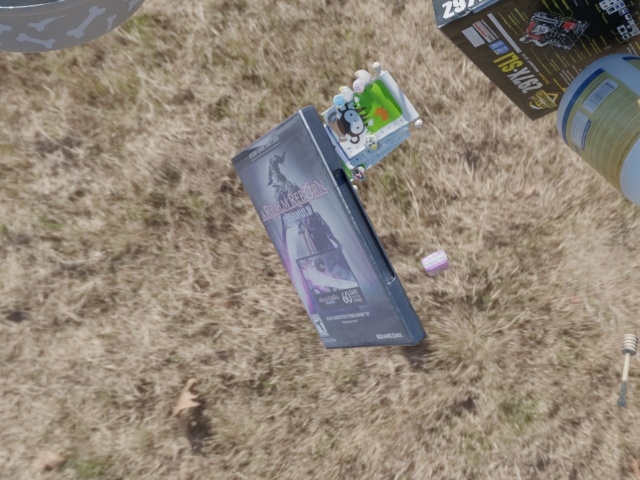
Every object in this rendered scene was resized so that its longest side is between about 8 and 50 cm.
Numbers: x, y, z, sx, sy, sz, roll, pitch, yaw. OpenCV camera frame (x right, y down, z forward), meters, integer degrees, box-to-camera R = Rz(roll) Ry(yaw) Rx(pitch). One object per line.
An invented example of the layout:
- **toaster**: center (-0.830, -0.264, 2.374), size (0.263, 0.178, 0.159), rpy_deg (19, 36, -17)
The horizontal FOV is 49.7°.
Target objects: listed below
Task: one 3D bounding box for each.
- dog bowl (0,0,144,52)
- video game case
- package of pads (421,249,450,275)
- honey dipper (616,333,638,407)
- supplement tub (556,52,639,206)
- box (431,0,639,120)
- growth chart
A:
- **dog bowl**: center (-0.361, -0.382, 0.857), size (0.348, 0.102, 0.349), rpy_deg (3, 63, -5)
- **video game case**: center (0.000, 0.000, 0.804), size (0.026, 0.196, 0.274), rpy_deg (-30, 96, -30)
- **package of pads**: center (0.235, 0.047, 1.402), size (0.050, 0.083, 0.032), rpy_deg (-24, 74, 9)
- **honey dipper**: center (0.617, 0.263, 1.396), size (0.030, 0.030, 0.161), rpy_deg (17, 56, 14)
- **supplement tub**: center (0.410, -0.131, 0.870), size (0.144, 0.144, 0.200), rpy_deg (-34, 45, 6)
- **box**: center (0.333, -0.292, 0.906), size (0.257, 0.322, 0.080), rpy_deg (-20, 65, 34)
- **growth chart**: center (0.083, -0.224, 1.370), size (0.172, 0.021, 0.237), rpy_deg (44, 125, -6)
